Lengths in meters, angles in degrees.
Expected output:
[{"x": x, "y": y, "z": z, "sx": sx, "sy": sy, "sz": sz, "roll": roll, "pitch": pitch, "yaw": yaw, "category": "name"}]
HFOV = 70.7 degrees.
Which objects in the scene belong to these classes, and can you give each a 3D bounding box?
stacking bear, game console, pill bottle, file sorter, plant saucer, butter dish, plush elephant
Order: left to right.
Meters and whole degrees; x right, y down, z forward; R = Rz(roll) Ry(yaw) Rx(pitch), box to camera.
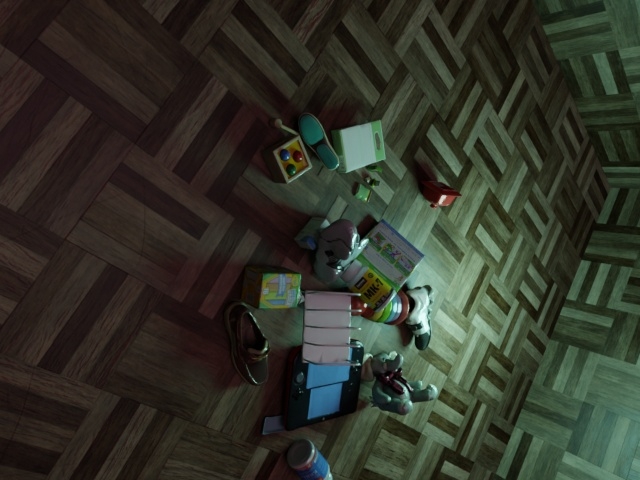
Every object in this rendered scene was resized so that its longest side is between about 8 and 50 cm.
[{"x": -0.149, "y": 0.727, "z": 1.802, "sx": 0.192, "sy": 0.018, "sz": 0.067, "roll": 10, "pitch": 92, "yaw": -38, "category": "plant saucer"}, {"x": -0.037, "y": 0.932, "z": 1.857, "sx": 0.124, "sy": 0.124, "sz": 0.221, "roll": -44, "pitch": 121, "yaw": -24, "category": "pill bottle"}, {"x": 0.022, "y": 0.589, "z": 1.876, "sx": 0.387, "sy": 0.060, "sz": 0.342, "roll": 3, "pitch": 92, "yaw": -38, "category": "game console"}, {"x": 0.047, "y": 0.329, "z": 1.715, "sx": 0.193, "sy": 0.173, "sz": 0.277, "roll": 5, "pitch": 79, "yaw": -17, "category": "file sorter"}, {"x": 0.186, "y": 0.179, "z": 1.805, "sx": 0.208, "sy": 0.119, "sz": 0.119, "roll": 41, "pitch": 68, "yaw": 3, "category": "pill bottle"}, {"x": 0.221, "y": 0.274, "z": 1.935, "sx": 0.289, "sy": 0.164, "sz": 0.175, "roll": 10, "pitch": 83, "yaw": -33, "category": "stacking bear"}, {"x": 0.315, "y": 0.612, "z": 2.016, "sx": 0.272, "sy": 0.330, "sz": 0.255, "roll": -5, "pitch": 78, "yaw": -39, "category": "plush elephant"}, {"x": 0.554, "y": -0.207, "z": 2.136, "sx": 0.160, "sy": 0.160, "sz": 0.118, "roll": -3, "pitch": 122, "yaw": -38, "category": "butter dish"}]

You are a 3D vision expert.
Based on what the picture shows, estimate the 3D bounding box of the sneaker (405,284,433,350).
[{"x": 0.451, "y": 0.377, "z": 2.172, "sx": 0.146, "sy": 0.122, "sz": 0.330, "roll": -6, "pitch": 103, "yaw": -19, "category": "sneaker"}]

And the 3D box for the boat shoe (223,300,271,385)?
[{"x": -0.243, "y": 0.382, "z": 1.599, "sx": 0.123, "sy": 0.123, "sz": 0.342, "roll": -23, "pitch": 111, "yaw": -34, "category": "boat shoe"}]

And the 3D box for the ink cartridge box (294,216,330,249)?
[{"x": -0.028, "y": -0.028, "z": 1.722, "sx": 0.122, "sy": 0.088, "sz": 0.052, "roll": -52, "pitch": 123, "yaw": -20, "category": "ink cartridge box"}]

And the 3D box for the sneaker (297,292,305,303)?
[{"x": -0.098, "y": 0.201, "z": 1.738, "sx": 0.044, "sy": 0.040, "sz": 0.109, "roll": -31, "pitch": 112, "yaw": -20, "category": "sneaker"}]

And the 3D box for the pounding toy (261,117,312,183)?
[{"x": -0.112, "y": -0.335, "z": 1.600, "sx": 0.181, "sy": 0.094, "sz": 0.206, "roll": -38, "pitch": 119, "yaw": -27, "category": "pounding toy"}]

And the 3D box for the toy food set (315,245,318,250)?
[{"x": 0.000, "y": 0.000, "z": 1.793, "sx": 0.083, "sy": 0.020, "sz": 0.082, "roll": 23, "pitch": 83, "yaw": -38, "category": "toy food set"}]

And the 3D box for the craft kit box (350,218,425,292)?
[{"x": 0.280, "y": 0.075, "z": 1.922, "sx": 0.250, "sy": 0.061, "sz": 0.246, "roll": 42, "pitch": 63, "yaw": 3, "category": "craft kit box"}]

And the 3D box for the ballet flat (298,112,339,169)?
[{"x": -0.009, "y": -0.375, "z": 1.691, "sx": 0.086, "sy": 0.086, "sz": 0.248, "roll": -46, "pitch": 123, "yaw": -23, "category": "ballet flat"}]

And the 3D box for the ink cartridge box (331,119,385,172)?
[{"x": 0.157, "y": -0.385, "z": 1.831, "sx": 0.235, "sy": 0.056, "sz": 0.171, "roll": -25, "pitch": 113, "yaw": -36, "category": "ink cartridge box"}]

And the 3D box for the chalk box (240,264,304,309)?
[{"x": -0.157, "y": 0.167, "z": 1.624, "sx": 0.213, "sy": 0.132, "sz": 0.132, "roll": 4, "pitch": 96, "yaw": -39, "category": "chalk box"}]

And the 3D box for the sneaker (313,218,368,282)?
[{"x": 0.090, "y": -0.002, "z": 1.714, "sx": 0.210, "sy": 0.137, "sz": 0.366, "roll": -47, "pitch": 167, "yaw": -33, "category": "sneaker"}]

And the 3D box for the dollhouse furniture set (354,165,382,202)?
[{"x": 0.207, "y": -0.236, "z": 1.893, "sx": 0.076, "sy": 0.059, "sz": 0.151, "roll": 26, "pitch": 81, "yaw": -38, "category": "dollhouse furniture set"}]
